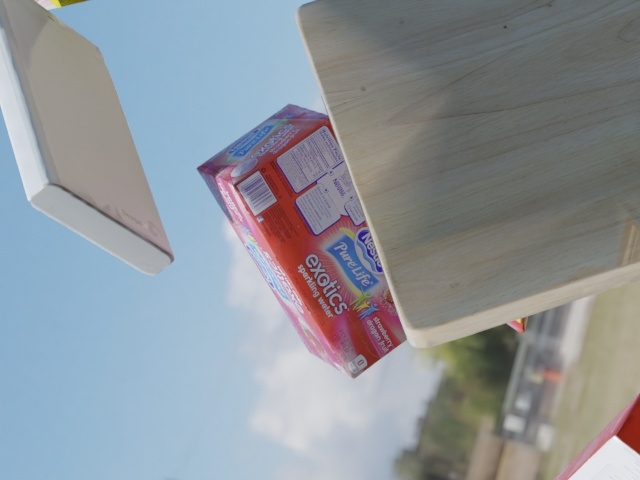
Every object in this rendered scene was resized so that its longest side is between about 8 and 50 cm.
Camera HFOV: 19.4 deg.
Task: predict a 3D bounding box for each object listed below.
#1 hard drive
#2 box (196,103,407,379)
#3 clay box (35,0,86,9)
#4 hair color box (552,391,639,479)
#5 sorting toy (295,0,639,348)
[{"bbox_3d":[-0.261,-0.124,1.941,0.203,0.040,0.307,35,-155,-49],"label":"hard drive"},{"bbox_3d":[0.000,0.000,1.948,0.128,0.257,0.123,-36,21,-12],"label":"box"},{"bbox_3d":[-0.322,-0.311,2.034,0.127,0.222,0.053,56,-137,-36],"label":"clay box"},{"bbox_3d":[0.208,0.178,1.263,0.053,0.093,0.167,-48,-6,-37],"label":"hair color box"},{"bbox_3d":[0.144,-0.065,1.178,0.089,0.257,0.255,75,177,-58],"label":"sorting toy"}]
